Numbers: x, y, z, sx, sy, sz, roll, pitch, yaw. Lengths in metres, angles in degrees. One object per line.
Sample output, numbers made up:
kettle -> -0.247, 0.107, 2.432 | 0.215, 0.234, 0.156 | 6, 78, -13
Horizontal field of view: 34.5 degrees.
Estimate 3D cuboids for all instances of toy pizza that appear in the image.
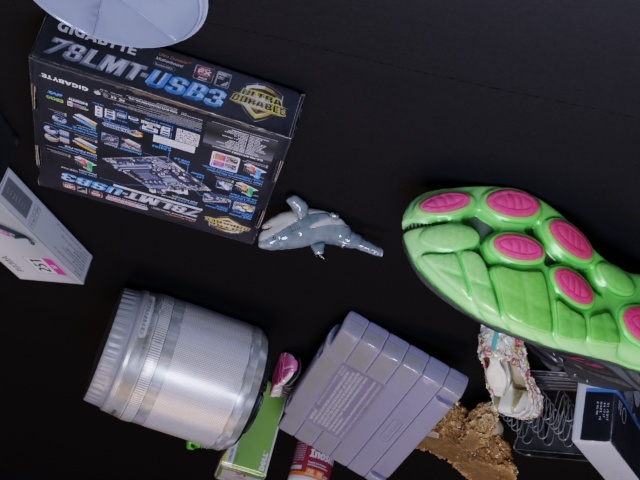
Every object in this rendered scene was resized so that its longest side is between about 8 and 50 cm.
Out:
toy pizza -> -0.204, -0.259, 1.000 | 0.201, 0.032, 0.201 | 11, 154, 5

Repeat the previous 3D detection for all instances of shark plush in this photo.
shark plush -> 0.000, 0.000, 1.361 | 0.161, 0.067, 0.073 | 19, 153, -16

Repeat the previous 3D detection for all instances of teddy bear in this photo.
teddy bear -> 0.216, 0.318, 1.859 | 0.338, 0.113, 0.245 | 25, 146, -3

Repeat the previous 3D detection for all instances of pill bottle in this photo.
pill bottle -> -0.011, 0.437, 2.127 | 0.086, 0.152, 0.086 | 12, 153, 6

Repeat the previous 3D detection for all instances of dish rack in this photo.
dish rack -> 0.397, 0.291, 1.724 | 0.208, 0.074, 0.271 | -3, 149, 29

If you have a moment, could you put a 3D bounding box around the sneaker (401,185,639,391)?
sneaker -> 0.293, 0.091, 1.265 | 0.482, 0.185, 0.202 | 25, 148, -18

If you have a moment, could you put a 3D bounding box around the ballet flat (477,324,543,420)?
ballet flat -> 0.283, 0.217, 1.576 | 0.091, 0.077, 0.241 | 0, 136, 29

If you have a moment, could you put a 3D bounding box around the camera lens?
camera lens -> -0.234, 0.216, 1.733 | 0.274, 0.219, 0.219 | 21, 153, -12

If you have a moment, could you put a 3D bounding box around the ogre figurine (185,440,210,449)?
ogre figurine -> -0.204, 0.401, 2.173 | 0.118, 0.097, 0.197 | 6, 170, 8

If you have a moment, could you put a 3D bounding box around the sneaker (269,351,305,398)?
sneaker -> -0.046, 0.252, 1.890 | 0.074, 0.063, 0.170 | 11, 153, -7

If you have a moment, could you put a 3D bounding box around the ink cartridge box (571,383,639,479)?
ink cartridge box -> 0.471, 0.292, 1.586 | 0.065, 0.165, 0.333 | -4, 149, 30

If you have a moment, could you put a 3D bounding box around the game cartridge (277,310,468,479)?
game cartridge -> 0.076, 0.272, 1.747 | 0.230, 0.068, 0.355 | 33, 139, 3

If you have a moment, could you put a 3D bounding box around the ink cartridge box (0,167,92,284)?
ink cartridge box -> -0.520, -0.026, 1.590 | 0.239, 0.060, 0.275 | 3, 151, 20

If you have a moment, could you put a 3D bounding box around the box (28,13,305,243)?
box -> -0.190, -0.118, 1.225 | 0.295, 0.073, 0.293 | 16, 155, -5

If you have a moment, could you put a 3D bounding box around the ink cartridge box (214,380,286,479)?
ink cartridge box -> -0.125, 0.355, 1.983 | 0.097, 0.189, 0.255 | 17, 153, -4

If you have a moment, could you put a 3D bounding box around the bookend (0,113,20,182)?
bookend -> -0.495, -0.151, 1.315 | 0.157, 0.072, 0.156 | 7, 152, 16
